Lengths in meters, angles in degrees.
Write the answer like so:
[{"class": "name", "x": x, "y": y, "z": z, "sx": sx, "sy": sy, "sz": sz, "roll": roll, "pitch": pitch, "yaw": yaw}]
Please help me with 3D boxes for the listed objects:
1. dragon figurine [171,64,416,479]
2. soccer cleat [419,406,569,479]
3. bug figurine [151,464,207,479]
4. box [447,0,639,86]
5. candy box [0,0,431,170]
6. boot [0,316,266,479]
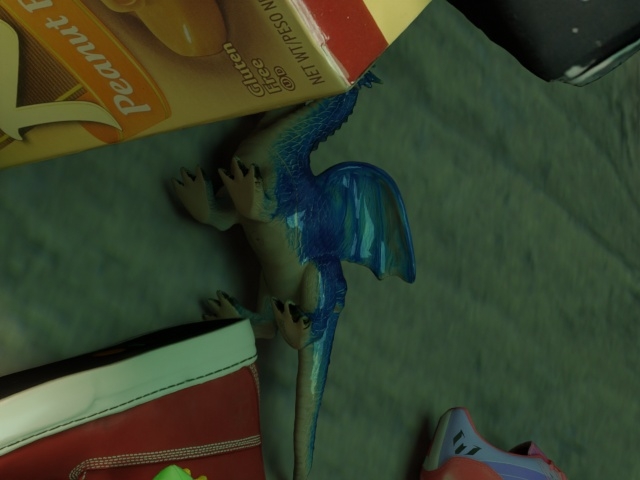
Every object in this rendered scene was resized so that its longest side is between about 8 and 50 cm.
[{"class": "dragon figurine", "x": 0.000, "y": 0.000, "z": 0.873, "sx": 0.144, "sy": 0.085, "sz": 0.289, "roll": -24, "pitch": 100, "yaw": -43}, {"class": "soccer cleat", "x": 0.165, "y": 0.194, "z": 1.014, "sx": 0.248, "sy": 0.083, "sz": 0.095, "roll": 26, "pitch": 63, "yaw": -36}, {"class": "bug figurine", "x": -0.113, "y": 0.220, "z": 0.651, "sx": 0.279, "sy": 0.072, "sz": 0.216, "roll": -6, "pitch": 93, "yaw": -41}, {"class": "box", "x": 0.048, "y": -0.391, "z": 0.661, "sx": 0.297, "sy": 0.472, "sz": 0.480, "roll": -32, "pitch": 114, "yaw": 5}, {"class": "candy box", "x": -0.118, "y": -0.134, "z": 0.615, "sx": 0.087, "sy": 0.316, "sz": 0.183, "roll": -49, "pitch": 117, "yaw": -35}, {"class": "boot", "x": -0.113, "y": 0.148, "z": 0.748, "sx": 0.244, "sy": 0.088, "sz": 0.176, "roll": -12, "pitch": 94, "yaw": -48}]
